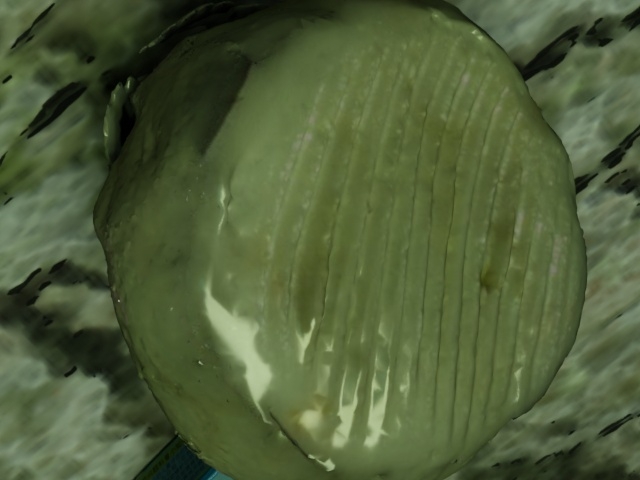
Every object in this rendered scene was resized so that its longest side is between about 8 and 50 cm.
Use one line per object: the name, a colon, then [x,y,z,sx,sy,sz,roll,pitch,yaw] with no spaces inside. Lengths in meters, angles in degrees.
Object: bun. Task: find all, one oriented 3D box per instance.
bun: [0.000,0.000,0.842,0.239,0.141,0.239,7,78,-37]

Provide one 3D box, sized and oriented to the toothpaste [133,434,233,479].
toothpaste: [-0.060,0.140,0.974,0.266,0.050,0.065,-46,124,10]
